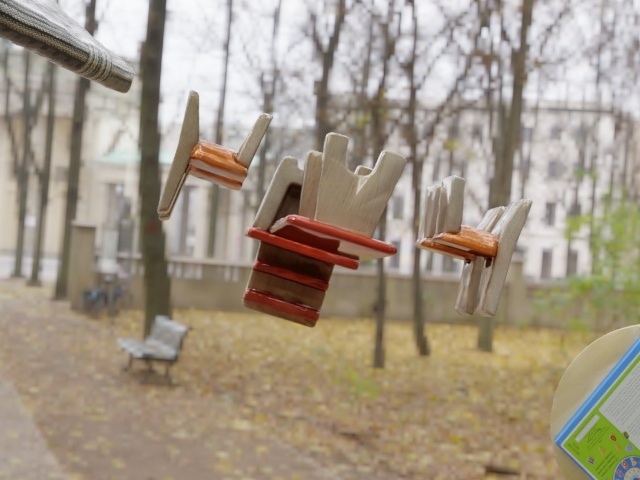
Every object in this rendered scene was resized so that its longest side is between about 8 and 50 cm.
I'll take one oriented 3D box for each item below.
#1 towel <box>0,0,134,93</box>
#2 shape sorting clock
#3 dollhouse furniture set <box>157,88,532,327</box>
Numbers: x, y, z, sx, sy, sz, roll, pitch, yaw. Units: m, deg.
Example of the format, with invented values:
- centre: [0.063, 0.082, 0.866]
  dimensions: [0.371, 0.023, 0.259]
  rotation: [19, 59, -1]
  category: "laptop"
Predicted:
- centre: [-0.340, -0.271, 1.184]
  dimensions: [0.324, 0.056, 0.312]
  rotation: [41, 9, 27]
  category: "towel"
- centre: [0.308, 0.177, 1.190]
  dimensions: [0.206, 0.206, 0.040]
  rotation: [4, 5, 34]
  category: "shape sorting clock"
- centre: [0.000, 0.000, 1.045]
  dimensions: [0.262, 0.135, 0.259]
  rotation: [18, -4, -6]
  category: "dollhouse furniture set"
